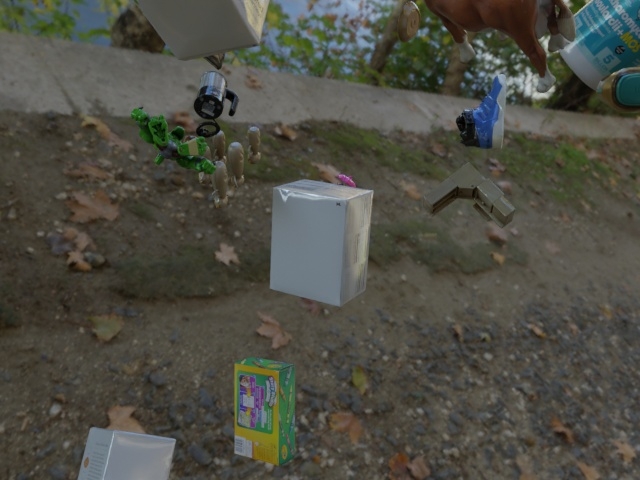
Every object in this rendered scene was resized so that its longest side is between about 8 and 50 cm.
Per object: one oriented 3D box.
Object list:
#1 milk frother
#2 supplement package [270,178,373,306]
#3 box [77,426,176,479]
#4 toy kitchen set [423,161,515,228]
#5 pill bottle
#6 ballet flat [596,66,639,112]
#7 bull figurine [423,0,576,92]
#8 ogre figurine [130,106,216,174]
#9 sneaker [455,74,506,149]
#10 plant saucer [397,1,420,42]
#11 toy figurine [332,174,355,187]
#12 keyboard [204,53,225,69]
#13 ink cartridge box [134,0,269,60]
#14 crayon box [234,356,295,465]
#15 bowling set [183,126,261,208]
[{"bbox_3d":[-0.325,-0.397,1.886,0.129,0.143,0.135,38,33,-30],"label":"milk frother"},{"bbox_3d":[0.000,0.000,1.564,0.203,0.262,0.145,12,18,27],"label":"supplement package"},{"bbox_3d":[-0.282,0.355,0.891,0.091,0.130,0.171,20,68,-29],"label":"box"},{"bbox_3d":[0.183,-0.034,0.795,0.083,0.075,0.068,51,-8,24],"label":"toy kitchen set"},{"bbox_3d":[0.555,-0.395,1.111,0.146,0.264,0.146,27,41,-27],"label":"pill bottle"},{"bbox_3d":[0.507,-0.216,0.906,0.232,0.080,0.073,3,11,-4],"label":"ballet flat"},{"bbox_3d":[0.201,-0.309,0.813,0.188,0.101,0.310,44,8,-34],"label":"bull figurine"},{"bbox_3d":[-0.323,-0.207,1.376,0.197,0.118,0.097,16,83,-24],"label":"ogre figurine"},{"bbox_3d":[0.284,-0.231,1.136,0.058,0.084,0.152,60,37,-65],"label":"sneaker"},{"bbox_3d":[0.191,-0.460,1.352,0.015,0.084,0.083,21,21,31],"label":"plant saucer"},{"bbox_3d":[0.060,-0.159,2.286,0.130,0.173,0.159,41,55,-39],"label":"toy figurine"},{"bbox_3d":[-0.257,-0.454,1.399,0.038,0.100,0.192,16,-3,15],"label":"keyboard"},{"bbox_3d":[-0.136,-0.380,0.728,0.198,0.114,0.273,53,38,-53],"label":"ink cartridge box"},{"bbox_3d":[-0.162,0.491,1.855,0.081,0.165,0.279,-4,96,-58],"label":"crayon box"},{"bbox_3d":[-0.317,-0.246,1.975,0.199,0.154,0.287,19,43,18],"label":"bowling set"}]
